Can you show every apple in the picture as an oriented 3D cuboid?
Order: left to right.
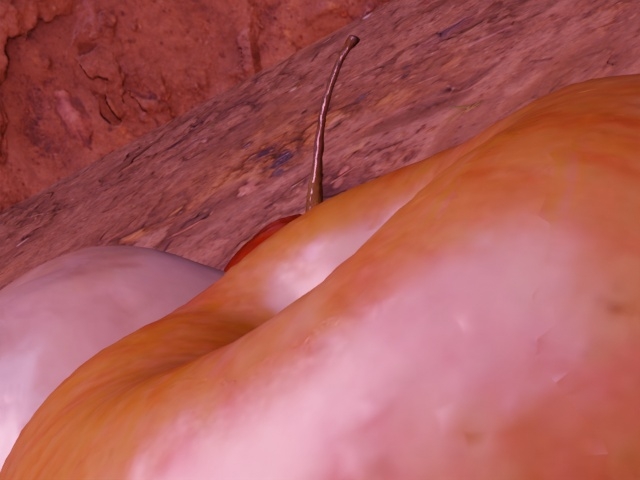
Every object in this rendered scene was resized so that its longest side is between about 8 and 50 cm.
[{"bbox_3d":[0.089,0.134,0.532,0.391,0.346,0.391,-32,14,9],"label":"apple"}]

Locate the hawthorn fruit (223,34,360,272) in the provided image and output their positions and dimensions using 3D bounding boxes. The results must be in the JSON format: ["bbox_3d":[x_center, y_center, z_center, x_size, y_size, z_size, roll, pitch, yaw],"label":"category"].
[{"bbox_3d":[0.000,0.000,1.237,0.165,0.285,0.165,-7,-3,0],"label":"hawthorn fruit"}]

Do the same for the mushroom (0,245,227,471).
[{"bbox_3d":[-0.112,0.178,0.991,0.336,0.314,0.314,-53,-1,39],"label":"mushroom"}]
